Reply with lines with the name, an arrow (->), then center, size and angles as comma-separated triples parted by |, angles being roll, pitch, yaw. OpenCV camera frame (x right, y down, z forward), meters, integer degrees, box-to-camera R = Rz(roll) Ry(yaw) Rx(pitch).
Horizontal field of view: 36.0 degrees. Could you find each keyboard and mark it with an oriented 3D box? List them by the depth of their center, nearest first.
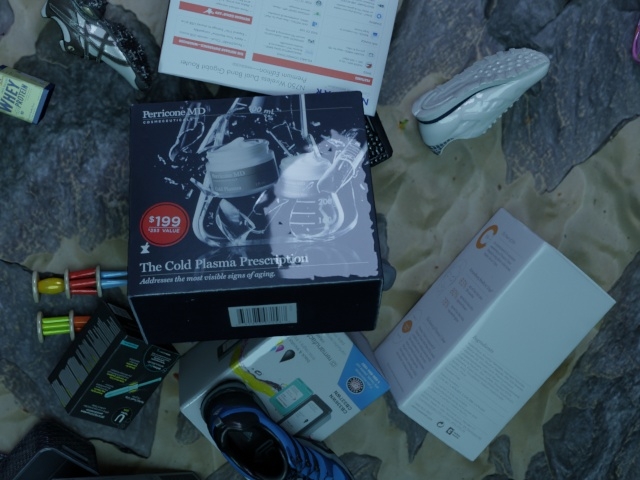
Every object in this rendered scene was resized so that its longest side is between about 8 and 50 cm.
keyboard -> 0.042, -0.197, 1.572 | 0.100, 0.038, 0.192 | -27, 107, 0

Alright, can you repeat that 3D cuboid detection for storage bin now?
storage bin -> -0.466, 0.404, 1.629 | 0.180, 0.084, 0.122 | -46, 119, 7

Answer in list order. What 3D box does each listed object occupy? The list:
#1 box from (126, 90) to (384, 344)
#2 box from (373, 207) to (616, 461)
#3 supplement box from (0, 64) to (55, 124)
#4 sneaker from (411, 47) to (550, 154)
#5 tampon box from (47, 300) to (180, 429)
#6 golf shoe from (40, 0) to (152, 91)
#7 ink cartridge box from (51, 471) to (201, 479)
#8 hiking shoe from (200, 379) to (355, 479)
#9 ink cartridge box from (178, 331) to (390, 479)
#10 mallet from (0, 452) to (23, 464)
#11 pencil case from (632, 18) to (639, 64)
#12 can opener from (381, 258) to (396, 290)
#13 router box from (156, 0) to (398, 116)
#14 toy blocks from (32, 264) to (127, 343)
box -> -0.097, -0.034, 1.424 | 0.343, 0.179, 0.312 | -4, 62, -3
box -> 0.273, 0.148, 1.615 | 0.168, 0.215, 0.345 | 38, 98, -17
supplement box -> -0.448, -0.218, 1.463 | 0.083, 0.083, 0.056 | 20, 101, -13
sneaker -> 0.264, -0.227, 1.583 | 0.235, 0.090, 0.094 | -26, 121, 3
tampon box -> -0.331, 0.202, 1.573 | 0.120, 0.101, 0.161 | 30, 100, -46
golf shoe -> -0.333, -0.295, 1.472 | 0.094, 0.077, 0.198 | -34, 102, 13
ink cartridge box -> -0.344, 0.509, 1.643 | 0.275, 0.060, 0.238 | 8, 107, -40
hiking shoe -> -0.058, 0.340, 1.453 | 0.304, 0.132, 0.113 | 40, 98, -18
ink cartridge box -> -0.066, 0.215, 1.589 | 0.270, 0.197, 0.198 | -39, 108, 4
mallet -> -0.581, 0.338, 1.632 | 0.190, 0.039, 0.062 | 14, 101, -17
pencil case -> 0.652, -0.300, 1.596 | 0.284, 0.124, 0.124 | 18, 103, -12
can opener -> 0.000, 0.000, 1.602 | 0.280, 0.074, 0.093 | 26, 100, -15
router box -> -0.055, -0.365, 1.468 | 0.336, 0.082, 0.301 | 11, 98, -12
toy blocks -> -0.381, 0.102, 1.582 | 0.148, 0.054, 0.123 | -5, 106, -8
